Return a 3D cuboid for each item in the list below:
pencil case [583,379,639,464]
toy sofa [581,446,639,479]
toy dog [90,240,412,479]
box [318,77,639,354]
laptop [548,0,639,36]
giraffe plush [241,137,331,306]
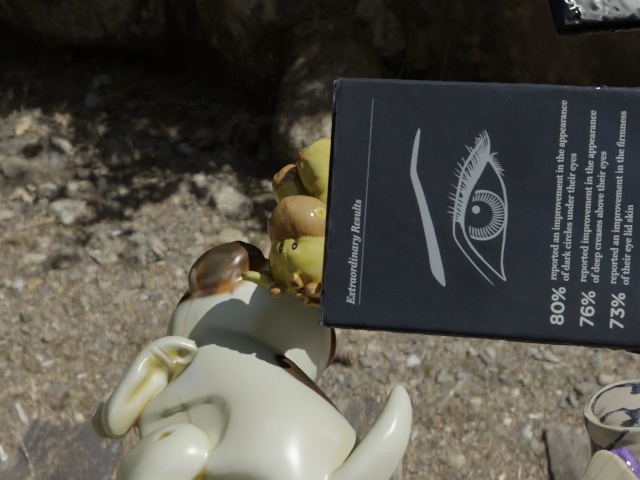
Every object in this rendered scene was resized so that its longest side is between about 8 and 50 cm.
[{"bbox_3d":[0.569,0.442,1.519,0.184,0.410,0.160,-17,14,-13],"label":"pencil case"},{"bbox_3d":[0.283,0.401,0.903,0.362,0.150,0.177,-54,46,4],"label":"toy sofa"},{"bbox_3d":[-0.096,0.182,1.022,0.395,0.285,0.407,-42,28,25],"label":"toy dog"},{"bbox_3d":[0.109,-0.016,0.556,0.207,0.153,0.108,5,0,8],"label":"box"},{"bbox_3d":[0.334,-0.305,0.954,0.265,0.136,0.234,-7,75,-8],"label":"laptop"},{"bbox_3d":[0.000,0.000,0.980,0.170,0.181,0.210,-25,82,-51],"label":"giraffe plush"}]
